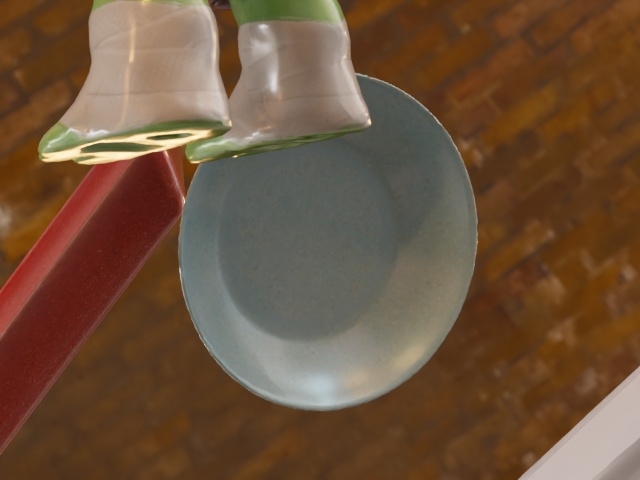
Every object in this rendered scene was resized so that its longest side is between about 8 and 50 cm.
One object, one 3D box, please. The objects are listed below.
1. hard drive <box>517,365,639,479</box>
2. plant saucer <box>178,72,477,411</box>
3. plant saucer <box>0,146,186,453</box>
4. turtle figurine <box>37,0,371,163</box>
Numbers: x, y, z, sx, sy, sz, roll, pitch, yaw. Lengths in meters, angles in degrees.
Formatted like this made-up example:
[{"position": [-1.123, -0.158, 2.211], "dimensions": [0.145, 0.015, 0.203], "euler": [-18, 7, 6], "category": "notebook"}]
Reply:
[{"position": [0.289, 0.153, 0.903], "dimensions": [0.353, 0.047, 0.233], "euler": [38, -75, -23], "category": "hard drive"}, {"position": [0.000, 0.000, 1.077], "dimensions": [0.195, 0.037, 0.195], "euler": [-3, -84, -28], "category": "plant saucer"}, {"position": [-0.163, 0.030, 1.171], "dimensions": [0.048, 0.259, 0.258], "euler": [37, -85, -11], "category": "plant saucer"}, {"position": [-0.089, -0.157, 0.667], "dimensions": [0.275, 0.266, 0.198], "euler": [-8, -3, -1], "category": "turtle figurine"}]
